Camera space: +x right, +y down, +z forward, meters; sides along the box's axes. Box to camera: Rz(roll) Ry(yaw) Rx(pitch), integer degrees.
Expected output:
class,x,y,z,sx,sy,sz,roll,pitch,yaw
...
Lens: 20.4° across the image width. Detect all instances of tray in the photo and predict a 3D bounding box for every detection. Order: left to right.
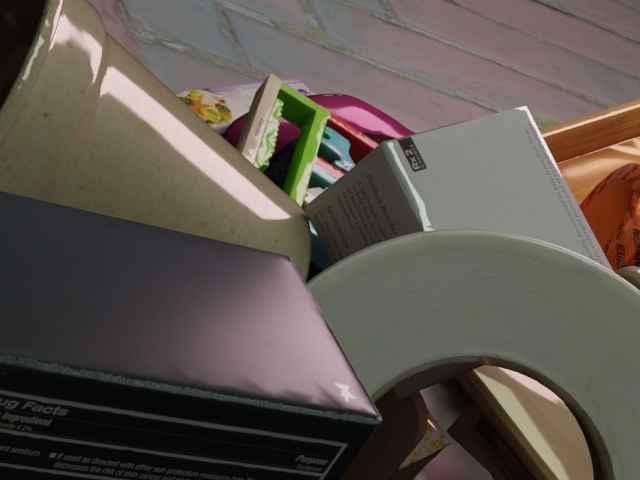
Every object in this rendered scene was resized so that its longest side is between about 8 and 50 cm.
class,x,y,z,sx,sy,sz,roll,pitch,yaw
tray,0.379,-0.066,2.174,0.411,0.076,0.203,-17,51,-23

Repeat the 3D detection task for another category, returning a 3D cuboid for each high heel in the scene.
class,x,y,z,sx,sy,sz,roll,pitch,yaw
high heel,0.079,-0.056,1.935,0.377,0.127,0.181,4,36,-32

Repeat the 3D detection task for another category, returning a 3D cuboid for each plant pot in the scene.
class,x,y,z,sx,sy,sz,roll,pitch,yaw
plant pot,-0.187,-0.013,1.415,0.305,0.334,0.334,33,24,-26

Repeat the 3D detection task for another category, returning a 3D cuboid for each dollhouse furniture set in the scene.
class,x,y,z,sx,sy,sz,roll,pitch,yaw
dollhouse furniture set,0.272,0.200,1.516,0.362,0.256,0.394,-18,62,-43

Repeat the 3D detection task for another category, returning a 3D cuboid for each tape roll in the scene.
class,x,y,z,sx,sy,sz,roll,pitch,yaw
tape roll,0.107,0.185,1.297,0.392,0.392,0.072,34,1,0

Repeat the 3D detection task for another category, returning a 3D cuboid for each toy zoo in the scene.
class,x,y,z,sx,sy,sz,roll,pitch,yaw
toy zoo,0.051,-0.021,1.646,0.293,0.030,0.192,32,34,-13

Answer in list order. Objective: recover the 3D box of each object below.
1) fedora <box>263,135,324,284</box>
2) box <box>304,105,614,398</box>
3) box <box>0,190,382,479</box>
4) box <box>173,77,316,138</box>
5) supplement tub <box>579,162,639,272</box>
class,x,y,z,sx,sy,sz,roll,pitch,yaw
fedora,0.000,0.000,1.748,0.334,0.152,0.334,27,27,-15
box,0.116,0.007,1.442,0.182,0.119,0.181,-17,77,-42
box,-0.173,0.142,1.144,0.296,0.294,0.183,14,32,-36
box,-0.106,-0.126,1.944,0.063,0.067,0.324,44,27,18
supplement tub,0.437,0.071,1.975,0.338,0.207,0.207,33,25,-13
